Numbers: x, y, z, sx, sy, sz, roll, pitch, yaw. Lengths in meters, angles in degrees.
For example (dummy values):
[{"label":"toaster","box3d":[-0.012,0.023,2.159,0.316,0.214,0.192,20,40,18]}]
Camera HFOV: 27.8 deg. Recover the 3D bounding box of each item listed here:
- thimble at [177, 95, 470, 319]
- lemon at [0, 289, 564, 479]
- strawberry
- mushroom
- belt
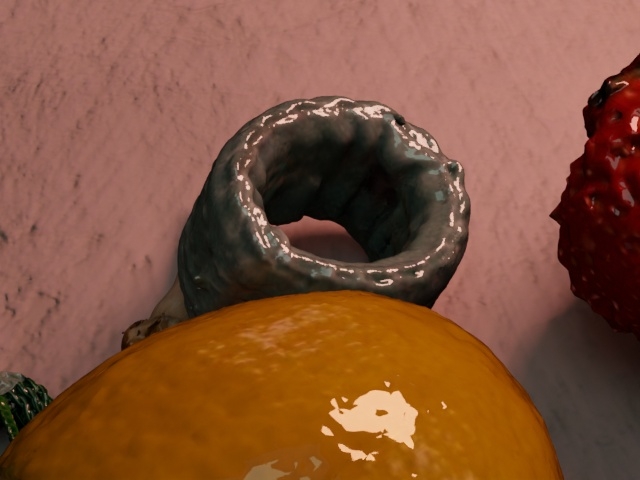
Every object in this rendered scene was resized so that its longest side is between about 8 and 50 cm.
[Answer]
[{"label":"thimble","box3d":[0.000,0.000,1.003,0.235,0.143,0.198,-24,68,-32]},{"label":"lemon","box3d":[0.002,0.188,0.791,0.364,0.364,0.364,-3,54,4]},{"label":"strawberry","box3d":[0.311,-0.020,0.972,0.261,0.261,0.257,-41,53,-22]},{"label":"mushroom","box3d":[-0.098,0.031,1.078,0.084,0.071,0.209,-15,43,36]},{"label":"belt","box3d":[-0.249,0.167,0.985,0.121,0.079,0.151,-10,53,-1]}]
